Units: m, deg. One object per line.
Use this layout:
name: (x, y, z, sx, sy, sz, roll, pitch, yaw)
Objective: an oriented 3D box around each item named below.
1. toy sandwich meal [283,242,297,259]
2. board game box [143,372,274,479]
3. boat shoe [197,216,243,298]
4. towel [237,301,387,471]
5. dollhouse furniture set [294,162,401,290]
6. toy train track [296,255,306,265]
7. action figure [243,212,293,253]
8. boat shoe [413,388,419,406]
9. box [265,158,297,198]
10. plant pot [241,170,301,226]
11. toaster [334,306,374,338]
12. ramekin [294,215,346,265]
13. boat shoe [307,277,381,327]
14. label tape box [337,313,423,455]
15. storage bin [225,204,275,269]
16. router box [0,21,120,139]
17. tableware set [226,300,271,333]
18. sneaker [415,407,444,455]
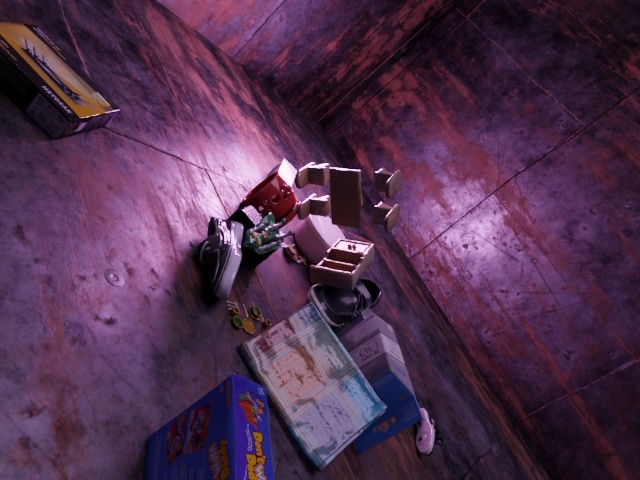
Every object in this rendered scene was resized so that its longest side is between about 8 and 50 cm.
toy sandwich meal: (-0.114, 0.041, 1.818, 0.085, 0.029, 0.086, 44, 20, -21)
board game box: (-0.175, 0.414, 0.685, 0.078, 0.233, 0.347, 37, 24, -34)
boat shoe: (-0.295, 0.044, 1.311, 0.119, 0.121, 0.335, 18, 26, -17)
towel: (-0.016, 0.372, 1.219, 0.271, 0.040, 0.370, -26, 75, -37)
dollhouse furniture set: (0.081, -0.060, 1.679, 0.256, 0.362, 0.394, -44, 138, -53)
toy train track: (-0.075, 0.081, 1.861, 0.048, 0.014, 0.083, 54, 20, 8)
action figure: (-0.164, -0.013, 1.398, 0.137, 0.063, 0.232, 56, 28, 2)
boat shoe: (0.293, 0.541, 1.766, 0.089, 0.109, 0.258, -33, 101, -78)
box: (-0.189, -0.278, 2.110, 0.094, 0.113, 0.275, 45, 19, -16)
plant pot: (-0.179, -0.146, 1.770, 0.174, 0.191, 0.191, 49, 19, -15)
toaster: (0.146, 0.359, 1.630, 0.186, 0.168, 0.110, 55, 22, 14)
ramekin: (0.000, 0.000, 2.006, 0.273, 0.127, 0.273, 45, 20, -21)
boat shoe: (0.105, 0.223, 1.800, 0.187, 0.156, 0.500, 60, 22, 18)
label tape box: (0.136, 0.420, 1.371, 0.106, 0.240, 0.334, 39, 22, -32)
storage bin: (-0.232, -0.011, 1.503, 0.180, 0.122, 0.084, 51, 19, -2)
router box: (-0.721, -0.422, 1.201, 0.309, 0.081, 0.243, 47, 19, -13)
tableware set: (-0.200, 0.220, 1.307, 0.154, 0.024, 0.104, 28, 30, -50)
sneaker: (0.414, 0.729, 1.688, 0.121, 0.079, 0.217, 46, 18, -10)
